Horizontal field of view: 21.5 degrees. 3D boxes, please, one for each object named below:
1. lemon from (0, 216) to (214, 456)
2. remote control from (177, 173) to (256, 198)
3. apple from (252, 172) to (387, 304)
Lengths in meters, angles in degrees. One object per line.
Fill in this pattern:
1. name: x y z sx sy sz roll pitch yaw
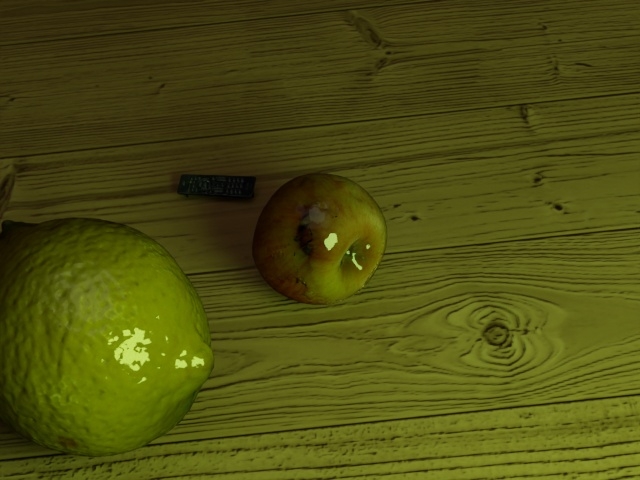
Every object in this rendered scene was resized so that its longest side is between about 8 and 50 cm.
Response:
1. lemon: -0.221 0.096 1.623 0.253 0.228 0.228 31 52 34
2. remote control: -0.120 -0.061 1.959 0.091 0.016 0.034 3 57 11
3. apple: 0.000 0.000 1.774 0.146 0.146 0.146 -3 40 3
